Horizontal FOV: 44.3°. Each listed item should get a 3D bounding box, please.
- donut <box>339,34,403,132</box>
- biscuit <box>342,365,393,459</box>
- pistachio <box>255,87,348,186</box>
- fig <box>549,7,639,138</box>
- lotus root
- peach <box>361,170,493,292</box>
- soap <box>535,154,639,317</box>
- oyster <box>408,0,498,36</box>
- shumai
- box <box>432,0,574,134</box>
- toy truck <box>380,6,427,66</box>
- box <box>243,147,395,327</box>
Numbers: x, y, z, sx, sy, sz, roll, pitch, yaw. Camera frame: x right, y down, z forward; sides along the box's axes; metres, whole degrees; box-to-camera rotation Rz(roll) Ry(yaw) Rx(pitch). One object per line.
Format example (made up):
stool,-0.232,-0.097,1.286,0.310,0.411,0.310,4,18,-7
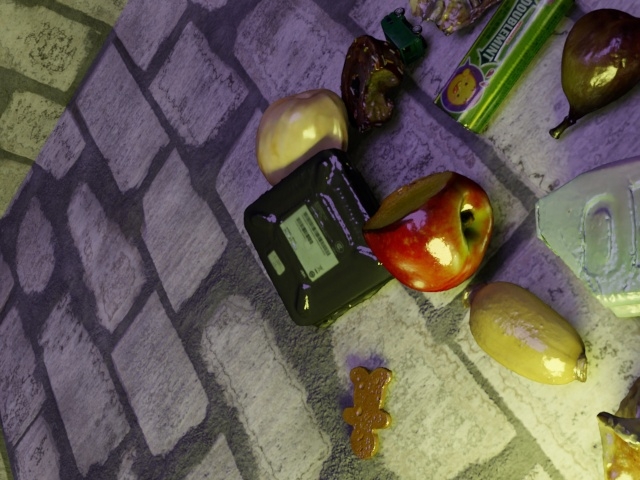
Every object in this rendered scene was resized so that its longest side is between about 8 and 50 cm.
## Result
donut,0.125,-0.381,1.911,0.216,0.096,0.230,-134,45,-63
biscuit,0.107,0.386,1.764,0.138,0.031,0.205,-7,72,44
pistachio,-0.039,-0.252,1.961,0.309,0.230,0.230,114,143,-45
fig,0.522,-0.314,1.518,0.170,0.146,0.274,54,129,42
lotus root,0.378,0.171,1.494,0.303,0.131,0.146,39,104,44
peach,0.215,-0.014,1.640,0.275,0.249,0.245,-1,99,53
soap,0.597,-0.016,1.323,0.446,0.156,0.261,-12,69,43
oyster,0.345,-0.623,1.787,0.354,0.107,0.201,-35,59,21
shumai,0.558,0.296,1.188,0.314,0.262,0.267,-32,57,32
box,0.390,-0.407,1.693,0.345,0.097,0.134,-55,46,17
toy truck,0.202,-0.500,1.918,0.079,0.065,0.147,-29,51,1
box,0.000,0.000,1.878,0.350,0.091,0.359,-36,77,31
